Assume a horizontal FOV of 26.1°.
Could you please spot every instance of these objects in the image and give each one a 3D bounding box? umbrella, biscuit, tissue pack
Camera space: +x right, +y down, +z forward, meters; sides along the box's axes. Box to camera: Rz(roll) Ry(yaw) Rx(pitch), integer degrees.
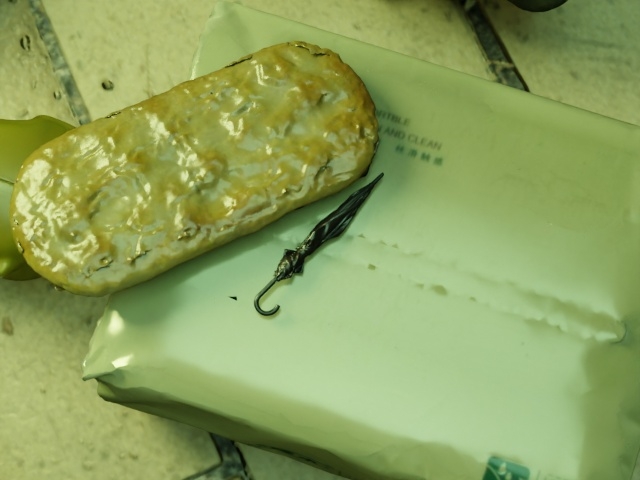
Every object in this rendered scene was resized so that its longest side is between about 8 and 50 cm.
[{"bbox_3d":[-0.002,-0.002,0.879,0.022,0.013,0.122,40,78,-1],"label":"umbrella"},{"bbox_3d":[-0.081,-0.049,0.885,0.247,0.029,0.118,-25,73,-6],"label":"biscuit"},{"bbox_3d":[-0.266,-0.040,1.045,0.178,0.123,0.127,19,77,4],"label":"tissue pack"},{"bbox_3d":[0.055,0.033,0.984,0.380,0.207,0.297,17,77,5],"label":"tissue pack"}]

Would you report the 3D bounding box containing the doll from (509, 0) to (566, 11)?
[{"bbox_3d":[0.072,-0.343,1.009,0.382,0.379,0.252,23,60,2],"label":"doll"}]
